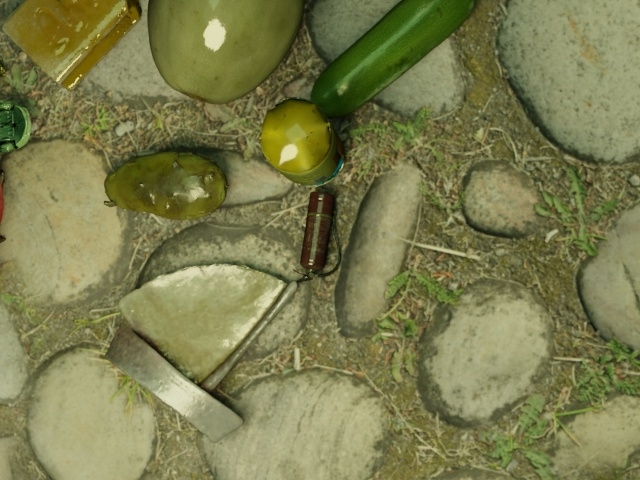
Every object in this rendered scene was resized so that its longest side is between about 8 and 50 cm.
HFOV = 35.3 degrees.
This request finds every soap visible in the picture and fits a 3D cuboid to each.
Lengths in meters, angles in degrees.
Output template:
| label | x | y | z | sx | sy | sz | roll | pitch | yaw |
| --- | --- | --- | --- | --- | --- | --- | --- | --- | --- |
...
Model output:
| label | x | y | z | sx | sy | sz | roll | pitch | yaw |
| --- | --- | --- | --- | --- | --- | --- | --- | --- | --- |
| soap | -0.416 | -0.410 | 1.770 | 0.160 | 0.080 | 0.257 | 44 | 92 | 8 |

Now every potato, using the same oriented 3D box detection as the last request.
| label | x | y | z | sx | sy | sz | roll | pitch | yaw |
| --- | --- | --- | --- | --- | --- | --- | --- | --- | --- |
| potato | -0.266 | -0.093 | 1.720 | 0.225 | 0.090 | 0.117 | 0 | 92 | 14 |

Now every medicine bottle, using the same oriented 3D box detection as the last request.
| label | x | y | z | sx | sy | sz | roll | pitch | yaw |
| --- | --- | --- | --- | --- | --- | --- | --- | --- | --- |
| medicine bottle | -0.030 | -0.156 | 1.619 | 0.124 | 0.239 | 0.124 | 0 | 86 | 5 |

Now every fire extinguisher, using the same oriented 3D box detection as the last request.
| label | x | y | z | sx | sy | sz | roll | pitch | yaw |
| --- | --- | --- | --- | --- | --- | --- | --- | --- | --- |
| fire extinguisher | 0.000 | 0.000 | 1.702 | 0.078 | 0.045 | 0.157 | 9 | 86 | -8 |

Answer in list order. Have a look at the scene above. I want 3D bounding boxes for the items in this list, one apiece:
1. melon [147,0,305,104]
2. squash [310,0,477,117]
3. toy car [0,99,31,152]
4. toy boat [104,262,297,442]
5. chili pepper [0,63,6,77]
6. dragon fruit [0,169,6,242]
| label | x | y | z | sx | sy | sz | roll | pitch | yaw |
| --- | --- | --- | --- | --- | --- | --- | --- | --- | --- |
| melon | -0.156 | -0.379 | 1.649 | 0.272 | 0.272 | 0.308 | 44 | 109 | 9 |
| squash | 0.135 | -0.337 | 1.683 | 0.379 | 0.101 | 0.101 | -37 | 82 | 2 |
| toy car | -0.588 | -0.194 | 1.788 | 0.186 | 0.058 | 0.093 | -4 | 85 | 19 |
| toy boat | -0.216 | 0.165 | 1.697 | 0.276 | 0.111 | 0.293 | 20 | 76 | 9 |
| chili pepper | -0.635 | -0.373 | 1.816 | 0.052 | 0.050 | 0.201 | -32 | 82 | 41 |
| dragon fruit | -0.631 | -0.061 | 1.667 | 0.189 | 0.290 | 0.290 | 5 | 86 | 13 |
